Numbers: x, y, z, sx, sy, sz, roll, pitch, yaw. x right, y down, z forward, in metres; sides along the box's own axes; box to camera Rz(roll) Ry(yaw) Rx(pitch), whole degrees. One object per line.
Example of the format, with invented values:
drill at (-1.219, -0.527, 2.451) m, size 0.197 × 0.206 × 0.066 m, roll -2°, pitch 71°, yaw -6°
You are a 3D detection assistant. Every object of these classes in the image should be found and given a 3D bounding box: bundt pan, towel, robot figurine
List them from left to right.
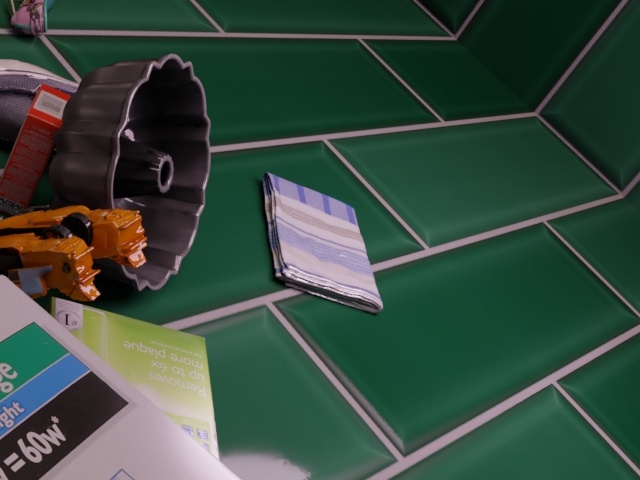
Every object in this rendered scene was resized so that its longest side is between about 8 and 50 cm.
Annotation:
robot figurine at (-0.368, 0.020, 1.281) m, size 0.211 × 0.291 × 0.085 m, roll -42°, pitch 124°, yaw -58°
bundt pan at (-0.269, -0.098, 1.476) m, size 0.124 × 0.331 × 0.331 m, roll 7°, pitch 27°, yaw 15°
towel at (0.000, 0.000, 1.847) m, size 0.209 × 0.034 × 0.285 m, roll 21°, pitch 33°, yaw -25°

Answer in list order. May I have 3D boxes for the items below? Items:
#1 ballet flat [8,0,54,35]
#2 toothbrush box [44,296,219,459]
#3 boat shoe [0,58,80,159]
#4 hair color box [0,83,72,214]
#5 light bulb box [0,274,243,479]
ballet flat at (-0.518, -0.437, 1.913) m, size 0.079 × 0.077 × 0.221 m, roll 6°, pitch 37°, yaw -9°
toothbrush box at (-0.235, 0.224, 1.217) m, size 0.206 × 0.122 × 0.283 m, roll 19°, pitch 36°, yaw -26°
boat shoe at (-0.390, -0.169, 1.597) m, size 0.340 × 0.127 × 0.158 m, roll 2°, pitch 37°, yaw -45°
hair color box at (-0.402, -0.123, 1.485) m, size 0.053 × 0.167 × 0.093 m, roll 24°, pitch 32°, yaw -16°
light bulb box at (-0.262, 0.292, 0.861) m, size 0.361 × 0.358 × 0.225 m, roll 40°, pitch 29°, yaw 5°
